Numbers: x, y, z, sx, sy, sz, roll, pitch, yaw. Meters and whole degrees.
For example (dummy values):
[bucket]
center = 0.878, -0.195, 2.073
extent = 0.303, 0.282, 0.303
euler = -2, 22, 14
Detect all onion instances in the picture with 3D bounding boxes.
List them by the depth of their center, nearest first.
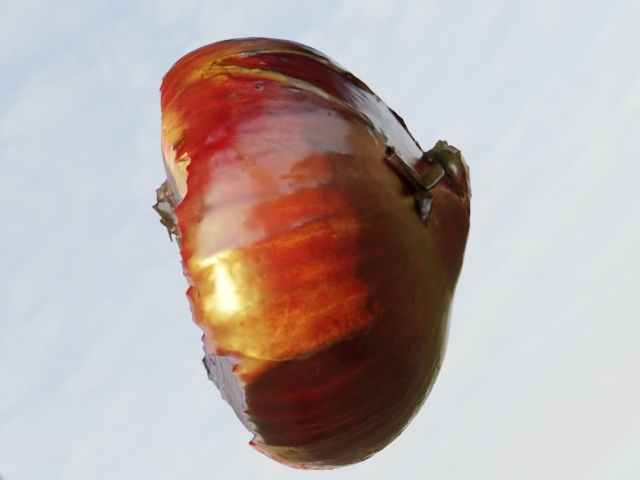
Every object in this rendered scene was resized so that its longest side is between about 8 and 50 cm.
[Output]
[onion]
center = -0.010, 0.005, 0.728
extent = 0.161, 0.248, 0.248
euler = 3, -36, -8
